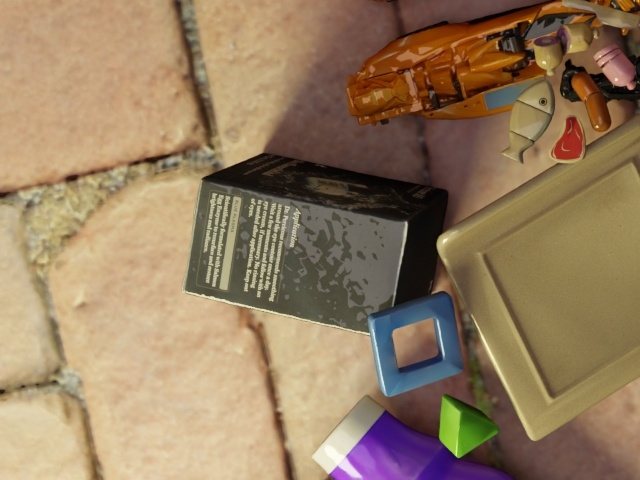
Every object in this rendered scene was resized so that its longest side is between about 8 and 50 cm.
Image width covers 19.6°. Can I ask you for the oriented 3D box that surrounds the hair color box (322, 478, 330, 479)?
[{"bbox_3d":[0.061,0.375,1.465,0.339,0.110,0.185,43,107,6],"label":"hair color box"}]

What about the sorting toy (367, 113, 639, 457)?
[{"bbox_3d":[0.191,0.024,1.347,0.348,0.047,0.196,-31,116,-8],"label":"sorting toy"}]

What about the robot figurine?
[{"bbox_3d":[0.148,-0.186,1.345,0.291,0.085,0.211,-15,97,17],"label":"robot figurine"}]

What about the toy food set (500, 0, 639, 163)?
[{"bbox_3d":[0.177,-0.106,1.279,0.078,0.019,0.122,17,88,12],"label":"toy food set"}]

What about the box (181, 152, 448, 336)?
[{"bbox_3d":[0.000,0.000,1.383,0.158,0.156,0.093,13,103,12],"label":"box"}]

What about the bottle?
[{"bbox_3d":[0.119,0.235,1.420,0.283,0.092,0.118,41,72,4],"label":"bottle"}]
